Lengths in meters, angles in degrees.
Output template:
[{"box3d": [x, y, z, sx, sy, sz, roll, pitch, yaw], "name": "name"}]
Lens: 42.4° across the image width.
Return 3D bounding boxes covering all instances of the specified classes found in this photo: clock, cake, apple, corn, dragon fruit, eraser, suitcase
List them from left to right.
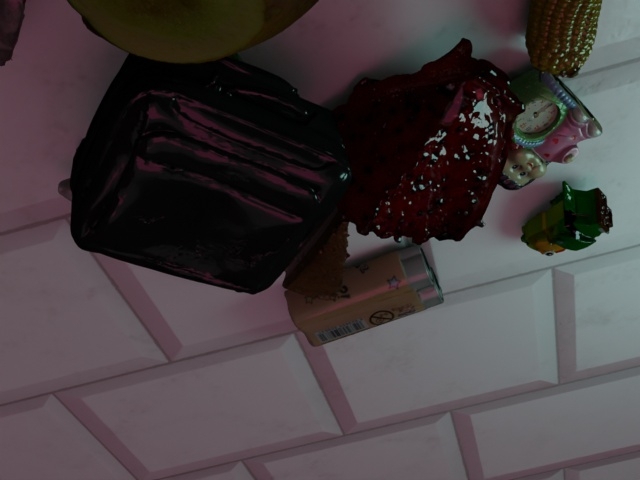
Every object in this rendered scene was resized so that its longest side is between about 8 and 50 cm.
[{"box3d": [-0.158, -0.367, 0.883, 0.374, 0.384, 0.374, 5, 110, 13], "name": "apple"}, {"box3d": [-0.160, -0.100, 1.187, 0.345, 0.188, 0.339, 19, 126, -26], "name": "suitcase"}, {"box3d": [0.000, 0.000, 1.495, 0.112, 0.116, 0.295, 2, 144, -13], "name": "cake"}, {"box3d": [0.093, 0.119, 1.683, 0.290, 0.087, 0.171, -20, 140, 13], "name": "eraser"}, {"box3d": [0.175, -0.180, 1.338, 0.286, 0.228, 0.329, 7, 125, -41], "name": "dragon fruit"}, {"box3d": [0.345, -0.184, 1.386, 0.194, 0.100, 0.195, 32, 121, -32], "name": "clock"}, {"box3d": [0.355, -0.373, 1.174, 0.106, 0.106, 0.305, -7, 135, -3], "name": "corn"}]

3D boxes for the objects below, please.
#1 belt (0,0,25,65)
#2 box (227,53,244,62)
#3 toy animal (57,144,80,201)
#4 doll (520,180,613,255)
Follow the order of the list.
[{"box3d": [-0.439, -0.327, 1.059, 0.124, 0.128, 0.201, 15, 129, -24], "name": "belt"}, {"box3d": [-0.197, -0.173, 1.295, 0.250, 0.103, 0.180, -23, 136, 17], "name": "box"}, {"box3d": [-0.331, -0.070, 1.399, 0.220, 0.131, 0.104, 38, 94, -12], "name": "toy animal"}, {"box3d": [0.462, -0.034, 1.564, 0.134, 0.106, 0.186, 14, 150, -17], "name": "doll"}]
